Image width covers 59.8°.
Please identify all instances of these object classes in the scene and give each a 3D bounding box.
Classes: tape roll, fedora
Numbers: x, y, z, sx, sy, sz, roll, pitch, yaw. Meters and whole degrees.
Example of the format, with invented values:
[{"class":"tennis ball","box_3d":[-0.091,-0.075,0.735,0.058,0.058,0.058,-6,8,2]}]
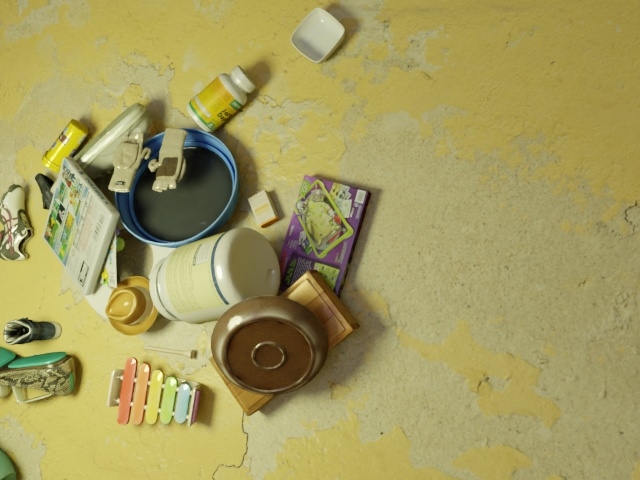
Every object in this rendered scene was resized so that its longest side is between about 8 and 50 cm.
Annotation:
[{"class":"tape roll","box_3d":[-0.608,0.067,1.798,0.391,0.072,0.392,-3,82,19]},{"class":"fedora","box_3d":[-0.589,0.199,1.694,0.194,0.079,0.195,-2,83,20]}]

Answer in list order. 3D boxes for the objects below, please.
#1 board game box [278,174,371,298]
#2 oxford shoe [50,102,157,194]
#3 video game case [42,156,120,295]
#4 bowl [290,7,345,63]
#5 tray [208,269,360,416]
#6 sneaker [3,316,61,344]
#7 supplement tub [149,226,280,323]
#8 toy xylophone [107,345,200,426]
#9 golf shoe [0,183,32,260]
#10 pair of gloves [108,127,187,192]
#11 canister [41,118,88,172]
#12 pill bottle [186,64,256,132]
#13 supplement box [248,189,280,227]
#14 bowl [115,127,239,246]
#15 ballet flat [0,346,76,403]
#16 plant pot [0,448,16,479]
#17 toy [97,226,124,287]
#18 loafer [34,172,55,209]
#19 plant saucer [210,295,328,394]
[{"class":"board game box","box_3d":[0.000,0.000,1.608,0.208,0.056,0.347,17,89,16]},{"class":"oxford shoe","box_3d":[-0.719,-0.275,1.851,0.449,0.130,0.169,-35,33,13]},{"class":"video game case","box_3d":[-0.762,-0.043,1.752,0.300,0.036,0.329,43,121,24]},{"class":"bowl","box_3d":[-0.004,-0.611,1.683,0.142,0.053,0.142,-47,72,8]},{"class":"tray","box_3d":[-0.110,0.289,1.565,0.411,0.076,0.203,-42,76,17]},{"class":"sneaker","box_3d":[-1.017,0.307,1.862,0.226,0.163,0.086,-9,82,19]},{"class":"supplement tub","box_3d":[-0.301,0.109,1.573,0.324,0.235,0.236,-15,78,34]},{"class":"toy xylophone","box_3d":[-0.498,0.446,1.705,0.322,0.081,0.237,-3,82,19]},{"class":"golf shoe","box_3d":[-1.075,-0.061,1.976,0.120,0.105,0.273,11,91,2]},{"class":"pair of gloves","box_3d":[-0.520,-0.241,1.699,0.240,0.042,0.204,-1,74,11]},{"class":"canister","box_3d":[-0.880,-0.329,1.923,0.170,0.073,0.126,-51,30,5]},{"class":"pill bottle","box_3d":[-0.305,-0.443,1.732,0.208,0.117,0.118,-39,73,10]},{"class":"supplement box","box_3d":[-0.171,-0.095,1.683,0.062,0.036,0.099,-26,76,15]},{"class":"bowl","box_3d":[-0.436,-0.158,1.717,0.390,0.077,0.392,-3,70,8]},{"class":"ballet flat","box_3d":[-1.029,0.457,1.863,0.482,0.164,0.182,1,103,18]},{"class":"plant pot","box_3d":[-1.141,0.778,1.789,0.235,0.293,0.293,25,92,5]},{"class":"toy","box_3d":[-0.653,0.021,1.743,0.136,0.056,0.238,9,96,43]},{"class":"loafer","box_3d":[-0.937,-0.140,1.936,0.078,0.076,0.223,-39,76,3]},{"class":"plant saucer","box_3d":[-0.134,0.290,1.452,0.310,0.050,0.311,-1,114,-2]}]
